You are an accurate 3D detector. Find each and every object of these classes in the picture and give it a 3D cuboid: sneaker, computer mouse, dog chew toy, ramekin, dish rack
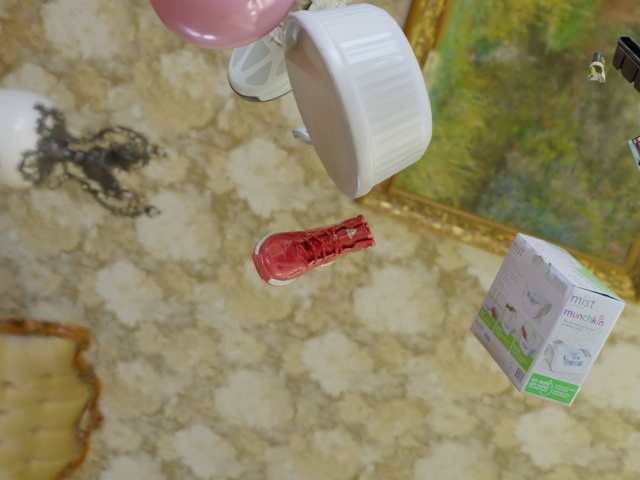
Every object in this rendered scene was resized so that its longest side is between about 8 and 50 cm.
[{"bbox_3d":[-0.047,-0.449,1.898,0.447,0.169,0.257,-48,162,12],"label":"sneaker"},{"bbox_3d":[0.042,-0.165,1.895,0.042,0.193,0.106,-66,-165,-4],"label":"computer mouse"},{"bbox_3d":[-0.157,-0.402,1.336,0.332,0.207,0.206,61,40,-42],"label":"dog chew toy"},{"bbox_3d":[0.496,-0.308,1.910,0.083,0.031,0.035,53,50,-74],"label":"sneaker"},{"bbox_3d":[0.054,-0.206,1.503,0.273,0.127,0.272,158,-90,-80],"label":"ramekin"},{"bbox_3d":[0.765,-0.344,2.270,0.208,0.272,0.074,63,-37,42],"label":"dish rack"},{"bbox_3d":[0.000,0.000,1.637,0.128,0.087,0.221,-26,180,35],"label":"sneaker"}]

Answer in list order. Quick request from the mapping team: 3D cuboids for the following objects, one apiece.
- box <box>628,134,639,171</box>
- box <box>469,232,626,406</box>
[{"bbox_3d":[0.512,-0.086,1.623,0.027,0.094,0.137,-28,-143,21],"label":"box"},{"bbox_3d":[0.425,0.145,2.058,0.231,0.127,0.262,-66,-159,15],"label":"box"}]
